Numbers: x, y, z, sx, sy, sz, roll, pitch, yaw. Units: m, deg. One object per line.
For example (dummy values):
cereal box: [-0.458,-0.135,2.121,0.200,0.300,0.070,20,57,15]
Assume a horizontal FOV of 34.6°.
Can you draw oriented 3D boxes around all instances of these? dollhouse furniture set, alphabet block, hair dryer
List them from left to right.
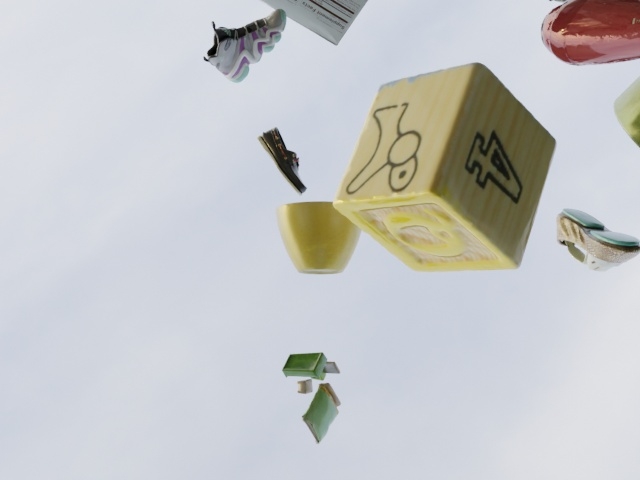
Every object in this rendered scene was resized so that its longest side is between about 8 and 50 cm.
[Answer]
dollhouse furniture set: [0.004,0.225,1.500,0.058,0.152,0.076,-3,-141,32]
alphabet block: [0.165,-0.088,1.343,0.193,0.192,0.197,36,-115,-33]
hair dryer: [0.322,-0.305,1.155,0.080,0.223,0.293,0,-132,-35]

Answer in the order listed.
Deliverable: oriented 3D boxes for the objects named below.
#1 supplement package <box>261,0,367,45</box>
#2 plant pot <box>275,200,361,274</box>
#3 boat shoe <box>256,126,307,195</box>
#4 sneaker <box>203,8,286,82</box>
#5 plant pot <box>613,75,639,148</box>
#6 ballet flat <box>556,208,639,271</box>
supplement package: [0.005,-0.385,1.251,0.149,0.203,0.194,27,-156,-23]
plant pot: [0.000,0.000,1.522,0.134,0.134,0.095,0,-98,-3]
boat shoe: [-0.056,-0.129,1.654,0.042,0.049,0.133,-33,-117,1]
sneaker: [-0.087,-0.222,1.107,0.098,0.069,0.038,-49,-144,15]
plant pot: [0.578,-0.212,1.310,0.274,0.293,0.275,24,-149,-16]
ballet flat: [0.407,0.009,1.507,0.073,0.067,0.206,5,-166,-11]
